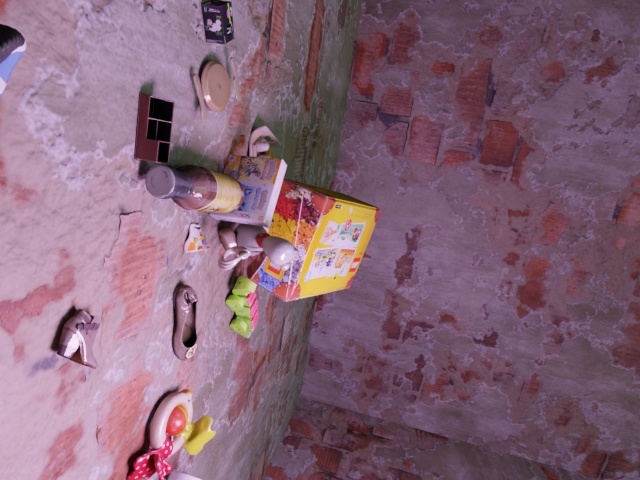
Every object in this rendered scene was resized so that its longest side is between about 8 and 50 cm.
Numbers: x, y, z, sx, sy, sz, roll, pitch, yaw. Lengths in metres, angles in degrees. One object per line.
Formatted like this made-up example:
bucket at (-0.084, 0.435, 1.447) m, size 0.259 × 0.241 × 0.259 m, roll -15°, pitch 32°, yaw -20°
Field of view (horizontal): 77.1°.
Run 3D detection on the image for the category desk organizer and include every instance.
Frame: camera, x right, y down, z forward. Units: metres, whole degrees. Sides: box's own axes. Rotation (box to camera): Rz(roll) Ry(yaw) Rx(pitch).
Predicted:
desk organizer at (-0.336, -0.225, 0.816) m, size 0.047 × 0.050 × 0.130 m, roll -35°, pitch 135°, yaw -76°

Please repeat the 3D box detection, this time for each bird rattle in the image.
bird rattle at (-0.422, 0.532, 1.116) m, size 0.253 × 0.142 × 0.207 m, roll 0°, pitch 90°, yaw -67°

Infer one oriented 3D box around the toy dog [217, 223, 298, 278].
toy dog at (-0.182, 0.036, 1.213) m, size 0.334 × 0.220 × 0.161 m, roll -120°, pitch -169°, yaw -62°

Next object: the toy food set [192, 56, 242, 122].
toy food set at (-0.275, -0.393, 1.035) m, size 0.192 × 0.038 × 0.133 m, roll -58°, pitch 151°, yaw -50°

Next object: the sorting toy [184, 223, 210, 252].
sorting toy at (-0.338, -0.009, 1.104) m, size 0.083 × 0.044 × 0.075 m, roll -16°, pitch 98°, yaw -79°

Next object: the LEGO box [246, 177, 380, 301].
LEGO box at (0.000, 0.000, 1.526) m, size 0.500 × 0.193 × 0.373 m, roll 2°, pitch 111°, yaw -62°

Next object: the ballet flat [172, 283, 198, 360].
ballet flat at (-0.369, 0.236, 1.122) m, size 0.084 × 0.058 × 0.250 m, roll -55°, pitch 154°, yaw -65°

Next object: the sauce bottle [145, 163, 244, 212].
sauce bottle at (-0.298, -0.126, 0.986) m, size 0.344 × 0.111 × 0.112 m, roll -4°, pitch 105°, yaw -78°

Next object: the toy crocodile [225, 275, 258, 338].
toy crocodile at (-0.278, 0.253, 1.508) m, size 0.115 × 0.105 × 0.341 m, roll -68°, pitch 166°, yaw -46°

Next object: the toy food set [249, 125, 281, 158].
toy food set at (-0.178, -0.230, 1.451) m, size 0.219 × 0.092 × 0.307 m, roll 16°, pitch 73°, yaw -80°

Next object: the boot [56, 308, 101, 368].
boot at (-0.436, 0.183, 0.749) m, size 0.118 × 0.042 × 0.087 m, roll 85°, pitch 17°, yaw -58°

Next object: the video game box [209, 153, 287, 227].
video game box at (-0.213, -0.150, 1.187) m, size 0.048 × 0.186 × 0.205 m, roll 53°, pitch 48°, yaw -67°

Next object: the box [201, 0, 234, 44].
box at (-0.246, -0.529, 0.973) m, size 0.062 × 0.052 × 0.083 m, roll -68°, pitch 167°, yaw -47°

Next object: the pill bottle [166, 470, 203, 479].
pill bottle at (-0.420, 0.864, 1.105) m, size 0.210 × 0.210 × 0.363 m, roll 90°, pitch 15°, yaw -48°

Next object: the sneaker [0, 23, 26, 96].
sneaker at (-0.409, -0.159, 0.450) m, size 0.081 × 0.080 × 0.211 m, roll 94°, pitch 20°, yaw -67°
